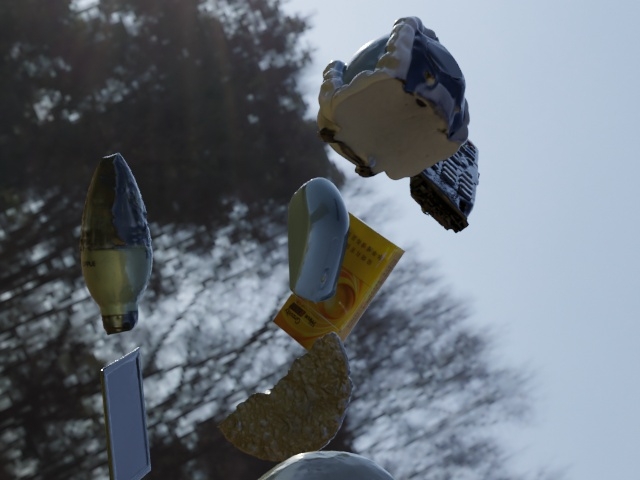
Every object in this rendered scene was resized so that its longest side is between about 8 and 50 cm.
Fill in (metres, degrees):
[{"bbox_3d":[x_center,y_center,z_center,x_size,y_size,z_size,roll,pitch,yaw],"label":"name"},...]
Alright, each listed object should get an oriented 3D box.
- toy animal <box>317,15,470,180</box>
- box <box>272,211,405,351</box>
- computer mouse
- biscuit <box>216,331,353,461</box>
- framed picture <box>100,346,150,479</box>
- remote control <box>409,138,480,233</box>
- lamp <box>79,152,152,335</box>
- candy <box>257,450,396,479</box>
[{"bbox_3d":[0.094,-0.199,1.727,0.208,0.204,0.156,40,31,-43],"label":"toy animal"},{"bbox_3d":[0.035,0.092,2.453,0.152,0.269,0.043,38,5,38],"label":"box"},{"bbox_3d":[0.000,0.000,2.287,0.079,0.128,0.231,-3,-93,40],"label":"computer mouse"},{"bbox_3d":[-0.034,0.260,1.906,0.133,0.250,0.032,53,18,11],"label":"biscuit"},{"bbox_3d":[-0.373,0.347,2.392,0.197,0.014,0.252,-31,117,-76],"label":"framed picture"},{"bbox_3d":[0.199,-0.115,2.028,0.144,0.062,0.399,44,19,-7],"label":"remote control"},{"bbox_3d":[-0.282,0.004,1.725,0.101,0.101,0.250,168,-83,-72],"label":"lamp"},{"bbox_3d":[-0.023,0.451,1.521,0.186,0.386,0.427,35,-56,54],"label":"candy"}]
